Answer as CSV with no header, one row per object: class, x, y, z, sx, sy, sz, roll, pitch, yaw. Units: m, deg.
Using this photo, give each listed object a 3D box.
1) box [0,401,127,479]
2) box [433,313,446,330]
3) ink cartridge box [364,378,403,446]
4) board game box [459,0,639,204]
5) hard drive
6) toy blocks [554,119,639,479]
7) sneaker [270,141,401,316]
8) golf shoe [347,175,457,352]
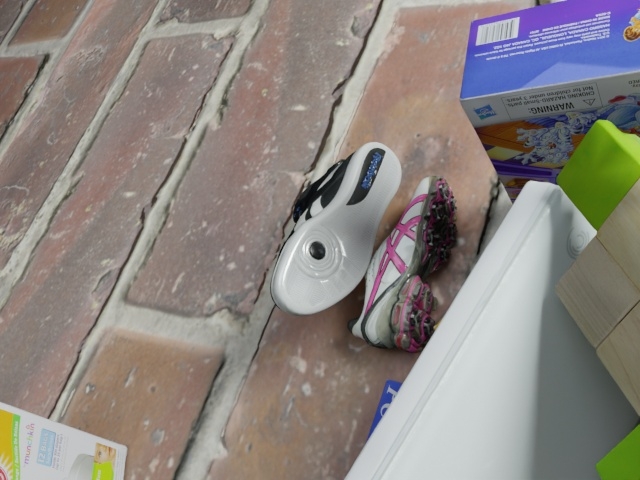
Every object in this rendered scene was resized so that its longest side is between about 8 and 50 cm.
box,-0.306,0.245,0.682,0.103,0.203,0.114,-19,53,22
box,0.175,0.088,0.595,0.081,0.028,0.136,-48,50,-3
ink cartridge box,0.071,0.227,0.557,0.097,0.046,0.207,8,66,36
board game box,0.304,-0.082,0.481,0.347,0.233,0.078,-4,59,31
hard drive,0.129,0.143,0.471,0.307,0.203,0.040,-56,31,-10
toy blocks,0.318,0.098,0.359,0.381,0.260,0.191,-113,34,-40
sneaker,0.000,0.000,0.709,0.121,0.079,0.217,-27,25,55
golf shoe,0.079,0.016,0.674,0.086,0.067,0.186,4,64,36
